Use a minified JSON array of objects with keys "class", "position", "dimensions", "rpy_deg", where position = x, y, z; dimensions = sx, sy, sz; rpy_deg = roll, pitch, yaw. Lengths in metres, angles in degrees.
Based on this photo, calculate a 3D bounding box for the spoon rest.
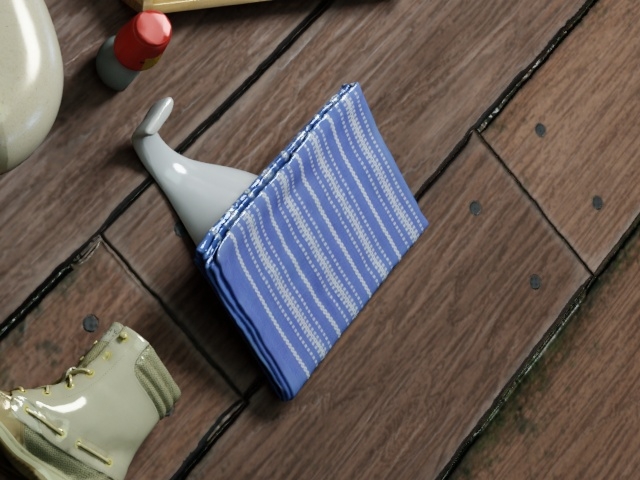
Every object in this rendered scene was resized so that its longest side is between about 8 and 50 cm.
[{"class":"spoon rest","position":[-0.127,-0.056,2.039],"dimensions":[0.276,0.084,0.137],"rpy_deg":[49,60,-30]}]

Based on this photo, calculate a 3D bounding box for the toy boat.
[{"class":"toy boat","position":[-0.324,-0.202,1.910],"dimensions":[0.318,0.148,0.267],"rpy_deg":[-6,79,-25]}]

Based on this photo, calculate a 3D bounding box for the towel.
[{"class":"towel","position":[0.000,0.000,2.072],"dimensions":[0.336,0.040,0.243],"rpy_deg":[-50,126,-32]}]

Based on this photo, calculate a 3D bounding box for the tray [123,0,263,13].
[{"class":"tray","position":[-0.046,-0.401,2.090],"dimensions":[0.411,0.076,0.203],"rpy_deg":[-12,124,-32]}]

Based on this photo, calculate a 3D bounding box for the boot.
[{"class":"boot","position":[-0.288,0.160,1.873],"dimensions":[0.262,0.095,0.203],"rpy_deg":[43,62,-19]}]
